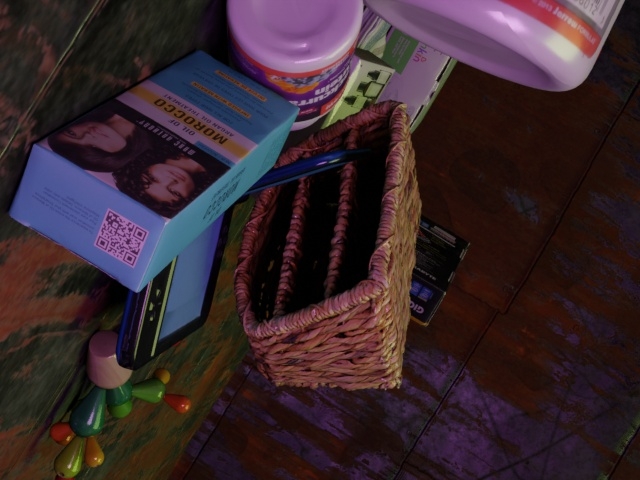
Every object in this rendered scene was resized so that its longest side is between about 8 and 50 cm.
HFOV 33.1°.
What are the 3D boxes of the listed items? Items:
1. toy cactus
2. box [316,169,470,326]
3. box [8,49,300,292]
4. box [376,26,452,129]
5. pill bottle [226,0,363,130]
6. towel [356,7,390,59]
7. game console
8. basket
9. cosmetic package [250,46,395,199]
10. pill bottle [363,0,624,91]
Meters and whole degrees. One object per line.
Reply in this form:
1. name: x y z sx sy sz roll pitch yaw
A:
1. toy cactus: -0.222 0.162 1.178 0.219 0.112 0.180 -46 161 -27
2. box: 0.081 -0.009 1.817 0.079 0.322 0.257 -61 176 23
3. box: -0.107 -0.060 0.769 0.060 0.101 0.244 -62 175 30
4. box: 0.176 -0.323 1.988 0.262 0.127 0.231 -60 175 27
5. pill bottle: -0.025 -0.162 0.920 0.108 0.108 0.193 -57 176 -13
6. towel: 0.047 -0.255 1.620 0.209 0.034 0.285 -56 176 -19
7. game console: -0.069 0.008 1.119 0.293 0.174 0.250 -30 134 -80
8. basket: 0.000 0.000 1.288 0.223 0.214 0.299 76 19 -52
9. cosmetic package: 0.000 -0.148 1.455 0.099 0.060 0.239 2 123 -56
10. pill bottle: 0.190 -0.322 0.864 0.210 0.210 0.362 -8 123 -85
